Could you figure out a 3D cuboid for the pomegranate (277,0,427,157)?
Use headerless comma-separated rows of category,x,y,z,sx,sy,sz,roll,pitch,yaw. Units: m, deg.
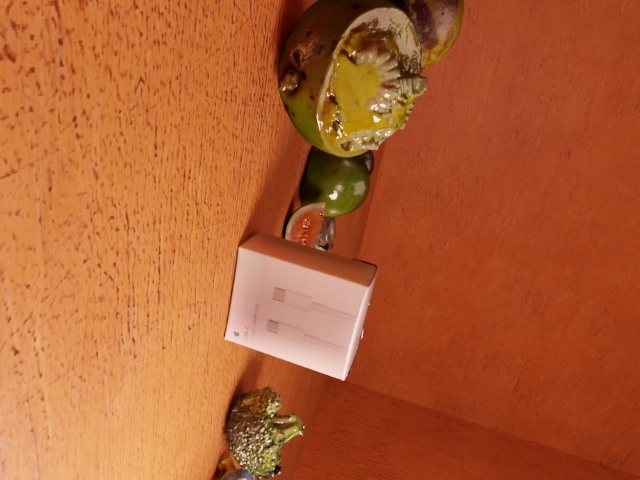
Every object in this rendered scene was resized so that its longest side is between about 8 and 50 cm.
pomegranate,0.069,-0.280,0.929,0.340,0.260,0.261,-17,126,-51

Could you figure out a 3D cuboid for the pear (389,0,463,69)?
pear,0.175,-0.506,1.182,0.283,0.283,0.284,16,90,-81

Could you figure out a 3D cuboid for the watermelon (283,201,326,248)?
watermelon,-0.055,-0.023,1.269,0.069,0.086,0.164,22,81,-50

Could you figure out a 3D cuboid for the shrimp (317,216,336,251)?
shrimp,0.000,0.000,1.620,0.223,0.047,0.126,-56,138,-45

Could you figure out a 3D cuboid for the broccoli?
broccoli,-0.130,0.445,1.247,0.226,0.176,0.198,38,38,-48

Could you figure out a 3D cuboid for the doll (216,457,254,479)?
doll,-0.181,0.606,1.207,0.135,0.098,0.241,-47,-150,14

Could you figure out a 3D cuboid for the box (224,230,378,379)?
box,-0.037,0.119,1.013,0.106,0.251,0.203,-50,155,-64

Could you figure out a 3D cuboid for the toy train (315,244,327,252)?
toy train,-0.029,0.027,1.438,0.056,0.093,0.038,-59,171,-6

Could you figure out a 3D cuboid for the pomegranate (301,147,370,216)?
pomegranate,0.052,-0.166,1.390,0.190,0.159,0.241,97,7,-46

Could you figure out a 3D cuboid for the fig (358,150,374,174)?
fig,0.085,-0.230,1.617,0.245,0.149,0.149,-88,-168,-78
